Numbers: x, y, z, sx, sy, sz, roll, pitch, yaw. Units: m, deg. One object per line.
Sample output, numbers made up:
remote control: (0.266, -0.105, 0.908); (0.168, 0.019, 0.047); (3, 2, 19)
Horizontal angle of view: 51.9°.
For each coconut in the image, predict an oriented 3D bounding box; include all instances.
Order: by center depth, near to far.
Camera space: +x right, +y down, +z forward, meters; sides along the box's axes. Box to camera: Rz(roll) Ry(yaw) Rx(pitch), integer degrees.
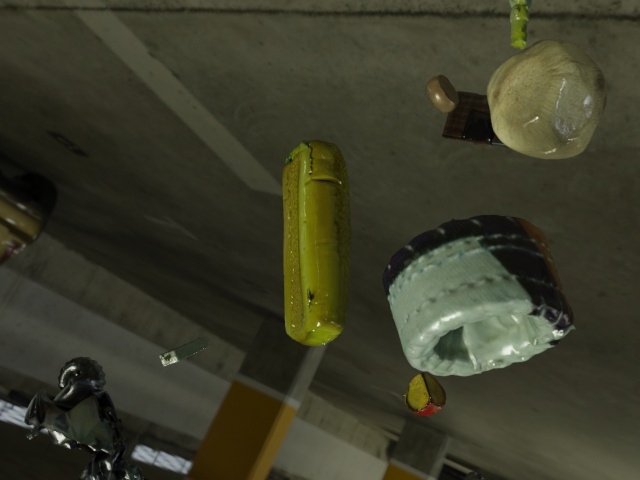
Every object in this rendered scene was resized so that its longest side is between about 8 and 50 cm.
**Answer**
coconut: (0.404, -0.249, 1.166); (0.224, 0.224, 0.224); (24, 165, 7)

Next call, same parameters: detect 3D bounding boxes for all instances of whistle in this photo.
whistle: (0.471, -0.556, 1.572); (0.057, 0.198, 0.104); (1, 171, 31)

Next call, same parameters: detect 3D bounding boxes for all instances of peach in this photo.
peach: (0.192, 0.277, 1.171); (0.050, 0.077, 0.083); (30, 159, -15)

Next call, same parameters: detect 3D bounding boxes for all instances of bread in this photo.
bread: (0.000, 0.000, 1.211); (0.112, 0.384, 0.166); (4, 166, -23)

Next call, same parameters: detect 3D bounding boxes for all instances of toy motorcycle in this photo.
toy motorcycle: (-0.416, 0.345, 1.140); (0.106, 0.159, 0.270); (79, 169, -82)

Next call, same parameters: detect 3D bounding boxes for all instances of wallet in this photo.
wallet: (0.399, -0.285, 1.550); (0.230, 0.124, 0.042); (18, 180, 41)

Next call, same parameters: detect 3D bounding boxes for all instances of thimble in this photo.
thimble: (0.201, 0.081, 0.864); (0.237, 0.150, 0.237); (-6, 147, -4)

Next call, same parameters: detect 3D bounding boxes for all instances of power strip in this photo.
power strip: (-0.167, 0.136, 0.808); (0.027, 0.017, 0.083); (-24, 178, 25)

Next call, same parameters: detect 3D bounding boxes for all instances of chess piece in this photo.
chess piece: (0.264, -0.317, 1.421); (0.038, 0.084, 0.083); (-30, 130, 33)

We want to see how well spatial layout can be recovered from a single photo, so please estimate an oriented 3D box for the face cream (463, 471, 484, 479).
face cream: (0.338, 0.635, 1.588); (0.071, 0.144, 0.291); (63, -157, 10)
